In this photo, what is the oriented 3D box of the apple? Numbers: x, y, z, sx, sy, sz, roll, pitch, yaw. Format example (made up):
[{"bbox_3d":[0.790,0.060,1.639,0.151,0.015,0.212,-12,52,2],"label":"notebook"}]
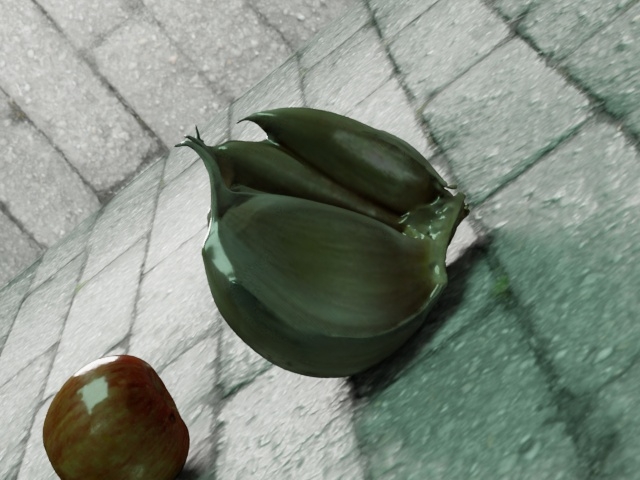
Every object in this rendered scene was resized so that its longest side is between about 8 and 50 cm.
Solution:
[{"bbox_3d":[-0.199,0.190,1.493,0.131,0.146,0.146,-35,15,1],"label":"apple"}]

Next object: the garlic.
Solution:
[{"bbox_3d":[0.000,0.000,1.399,0.210,0.292,0.237,-152,72,-80],"label":"garlic"}]
